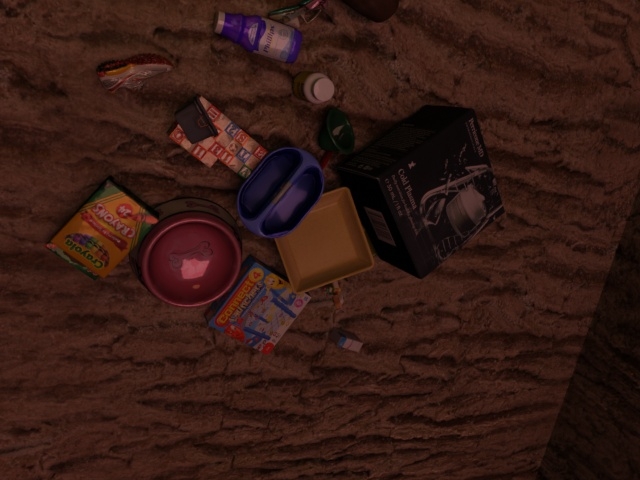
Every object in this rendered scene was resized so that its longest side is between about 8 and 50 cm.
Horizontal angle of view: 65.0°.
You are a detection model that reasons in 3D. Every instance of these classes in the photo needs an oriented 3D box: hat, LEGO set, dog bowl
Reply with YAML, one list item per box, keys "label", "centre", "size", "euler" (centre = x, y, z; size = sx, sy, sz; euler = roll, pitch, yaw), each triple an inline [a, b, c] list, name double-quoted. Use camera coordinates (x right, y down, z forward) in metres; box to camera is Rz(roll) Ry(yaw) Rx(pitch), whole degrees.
- label: "hat"
  centre: [0.009, -0.372, 1.896]
  size: [0.173, 0.184, 0.208]
  euler: [35, 50, -41]
- label: "LEGO set"
  centre: [0.021, 0.133, 2.039]
  size: [0.107, 0.132, 0.286]
  euler: [-1, 88, -18]
- label: "dog bowl"
  centre: [-0.463, 0.059, 1.789]
  size: [0.408, 0.150, 0.407]
  euler: [-8, 112, -21]

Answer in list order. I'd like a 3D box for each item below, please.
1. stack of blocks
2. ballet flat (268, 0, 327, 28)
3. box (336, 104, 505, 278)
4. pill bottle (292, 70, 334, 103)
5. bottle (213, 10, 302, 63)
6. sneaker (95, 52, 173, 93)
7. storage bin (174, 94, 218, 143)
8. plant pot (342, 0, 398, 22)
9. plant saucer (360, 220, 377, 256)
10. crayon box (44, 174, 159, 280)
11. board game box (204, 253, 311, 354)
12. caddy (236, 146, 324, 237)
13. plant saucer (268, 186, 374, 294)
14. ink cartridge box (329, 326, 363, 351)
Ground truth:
- label: "stack of blocks"
  centre: [-0.350, -0.335, 1.718]
  size: [0.297, 0.087, 0.171]
  euler: [37, 92, -30]
- label: "ballet flat"
  centre: [-0.067, -0.763, 1.686]
  size: [0.222, 0.077, 0.079]
  euler: [-30, 126, -14]
- label: "box"
  centre: [0.399, -0.197, 1.960]
  size: [0.472, 0.297, 0.479]
  euler: [-37, 120, -15]
- label: "pill bottle"
  centre: [-0.023, -0.526, 1.729]
  size: [0.103, 0.184, 0.103]
  euler: [-8, 112, -21]
- label: "bottle"
  centre: [-0.205, -0.673, 1.645]
  size: [0.283, 0.092, 0.118]
  euler: [9, 109, -26]
- label: "sneaker"
  centre: [-0.570, -0.520, 1.563]
  size: [0.225, 0.088, 0.092]
  euler: [-18, 136, -16]
- label: "storage bin"
  centre: [-0.394, -0.371, 1.584]
  size: [0.091, 0.098, 0.135]
  euler: [-28, 119, 1]
- label: "plant pot"
  centre: [0.161, -0.853, 1.687]
  size: [0.230, 0.215, 0.215]
  euler: [33, 94, -45]
- label: "plant saucer"
  centre: [0.177, 0.022, 2.114]
  size: [0.188, 0.045, 0.188]
  euler: [-37, 120, -6]
- label: "crayon box"
  centre: [-0.703, -0.024, 1.616]
  size: [0.318, 0.081, 0.202]
  euler: [-46, 116, 3]
- label: "board game box"
  centre: [-0.245, 0.260, 1.998]
  size: [0.302, 0.086, 0.308]
  euler: [35, 94, -31]
- label: "caddy"
  centre: [-0.142, -0.169, 1.783]
  size: [0.241, 0.179, 0.341]
  euler: [39, 89, -9]
- label: "plant saucer"
  centre: [0.000, 0.000, 1.937]
  size: [0.333, 0.081, 0.332]
  euler: [-19, 91, -5]
- label: "ink cartridge box"
  centre: [0.114, 0.439, 2.225]
  size: [0.123, 0.088, 0.052]
  euler: [22, 100, -29]
